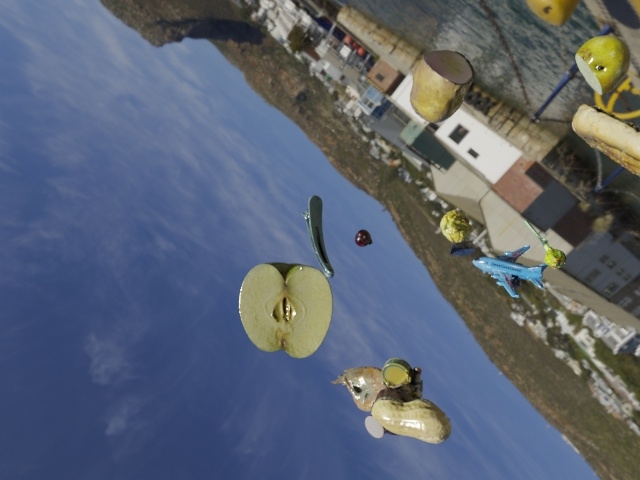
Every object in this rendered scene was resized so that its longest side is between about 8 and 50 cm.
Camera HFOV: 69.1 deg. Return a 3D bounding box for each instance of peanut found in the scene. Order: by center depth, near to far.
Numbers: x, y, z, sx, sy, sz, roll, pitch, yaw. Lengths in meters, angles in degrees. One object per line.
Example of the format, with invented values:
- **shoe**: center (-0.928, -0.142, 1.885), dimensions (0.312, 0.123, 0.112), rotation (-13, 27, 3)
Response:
- **peanut**: center (0.228, 0.450, 1.185), dimensions (0.214, 0.098, 0.090), rotation (-2, 168, 33)

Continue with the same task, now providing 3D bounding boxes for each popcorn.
- **popcorn**: center (0.498, -0.053, 1.701), dimensions (0.116, 0.120, 0.106), rotation (7, 174, 17)

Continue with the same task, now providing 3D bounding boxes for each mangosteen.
- **mangosteen**: center (0.192, -0.010, 2.069), dimensions (0.081, 0.081, 0.081), rotation (34, -160, -14)

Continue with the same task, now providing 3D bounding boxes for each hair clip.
- **hair clip**: center (0.000, 0.000, 1.274), dimensions (0.048, 0.083, 0.275), rotation (8, -134, -26)

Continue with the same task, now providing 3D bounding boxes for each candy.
- **candy**: center (0.676, 0.005, 1.415), dimensions (0.062, 0.058, 0.193), rotation (70, 180, -50)

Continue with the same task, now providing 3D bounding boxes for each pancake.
- **pancake**: center (0.695, -0.156, 0.959), dimensions (0.387, 0.082, 0.387), rotation (26, -158, -11)

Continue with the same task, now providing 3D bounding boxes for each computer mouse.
- **computer mouse**: center (0.633, 0.031, 2.072), dimensions (0.172, 0.099, 0.057), rotation (16, -122, -55)

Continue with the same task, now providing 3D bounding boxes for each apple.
- **apple**: center (-0.136, 0.270, 1.844), dimensions (0.312, 0.360, 0.320), rotation (0, -175, -33)

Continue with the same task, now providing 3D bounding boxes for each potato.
- **potato**: center (0.437, -0.560, 1.753), dimensions (0.229, 0.266, 0.229), rotation (7, -125, -10)

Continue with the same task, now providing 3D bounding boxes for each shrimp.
- **shrimp**: center (0.155, 0.583, 1.836), dimensions (0.077, 0.317, 0.168), rotation (26, -118, -29)

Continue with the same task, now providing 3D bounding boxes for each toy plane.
- **toy plane**: center (0.743, 0.114, 1.835), dimensions (0.271, 0.254, 0.105), rotation (7, 143, 32)

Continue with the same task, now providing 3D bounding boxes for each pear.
- **pear**: center (0.717, -0.447, 1.164), dimensions (0.141, 0.104, 0.141), rotation (39, -147, -31)

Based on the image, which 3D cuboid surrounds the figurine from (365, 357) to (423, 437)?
- **figurine**: center (0.229, 0.486, 1.405), dimensions (0.158, 0.161, 0.275), rotation (52, -154, -3)
